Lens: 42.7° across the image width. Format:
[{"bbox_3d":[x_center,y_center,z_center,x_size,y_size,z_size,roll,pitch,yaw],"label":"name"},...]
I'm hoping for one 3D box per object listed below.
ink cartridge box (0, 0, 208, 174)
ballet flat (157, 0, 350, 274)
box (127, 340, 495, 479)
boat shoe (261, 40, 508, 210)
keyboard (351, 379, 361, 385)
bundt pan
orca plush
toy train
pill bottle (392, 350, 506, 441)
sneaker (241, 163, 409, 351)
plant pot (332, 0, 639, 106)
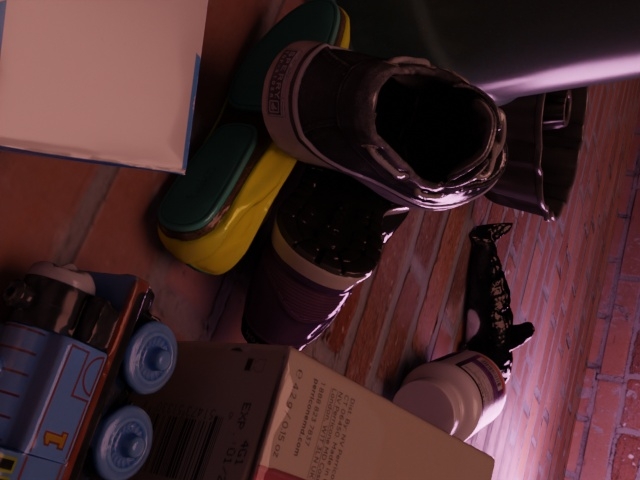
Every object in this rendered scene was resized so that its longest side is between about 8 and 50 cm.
[{"bbox_3d":[-0.130,-0.083,0.356,0.090,0.143,0.092,4,93,-46],"label":"ink cartridge box"},{"bbox_3d":[-0.040,-0.073,0.598,0.231,0.077,0.077,-61,146,-24],"label":"ballet flat"},{"bbox_3d":[-0.011,0.169,0.560,0.232,0.149,0.126,35,62,-38],"label":"box"},{"bbox_3d":[0.088,-0.079,0.614,0.301,0.102,0.108,13,90,-54],"label":"boat shoe"},{"bbox_3d":[0.026,0.243,0.862,0.100,0.038,0.192,12,87,-64],"label":"keyboard"},{"bbox_3d":[0.298,-0.194,1.187,0.331,0.124,0.330,-25,118,-59],"label":"bundt pan"},{"bbox_3d":[0.291,0.116,1.281,0.151,0.102,0.287,-11,107,-63],"label":"orca plush"},{"bbox_3d":[-0.145,0.095,0.434,0.105,0.080,0.184,42,60,-52],"label":"toy train"},{"bbox_3d":[0.162,0.203,1.043,0.193,0.108,0.108,1,96,-63],"label":"pill bottle"},{"bbox_3d":[0.000,0.000,0.708,0.124,0.107,0.283,-59,175,28],"label":"sneaker"},{"bbox_3d":[0.222,-0.271,0.699,0.341,0.334,0.341,-7,100,-50],"label":"plant pot"}]
